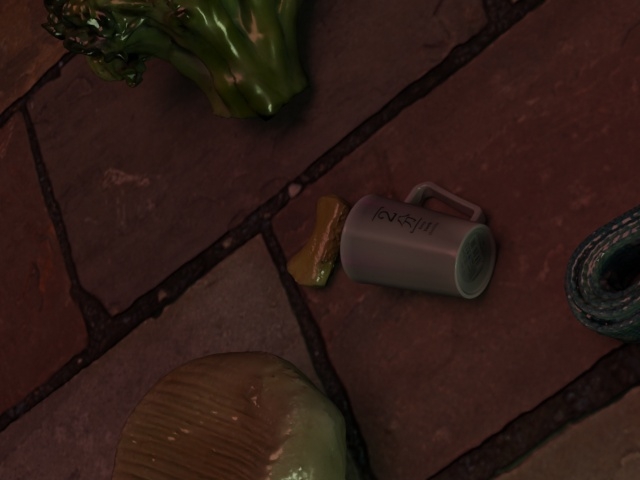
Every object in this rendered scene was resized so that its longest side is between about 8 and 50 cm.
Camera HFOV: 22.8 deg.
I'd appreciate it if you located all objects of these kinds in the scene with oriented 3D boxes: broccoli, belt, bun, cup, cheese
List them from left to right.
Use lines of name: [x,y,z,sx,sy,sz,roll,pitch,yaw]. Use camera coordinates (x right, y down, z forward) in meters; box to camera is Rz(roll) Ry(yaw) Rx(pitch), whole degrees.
broccoli: [-0.095,-0.229,1.458,0.288,0.248,0.246,-17,100,21]
bun: [-0.066,0.201,1.281,0.231,0.133,0.231,-22,51,30]
cheese: [0.000,0.000,1.373,0.044,0.030,0.083,20,92,34]
cup: [0.086,-0.004,1.292,0.116,0.074,0.104,11,52,36]
belt: [0.309,-0.022,1.117,0.302,0.072,0.087,-34,51,26]
